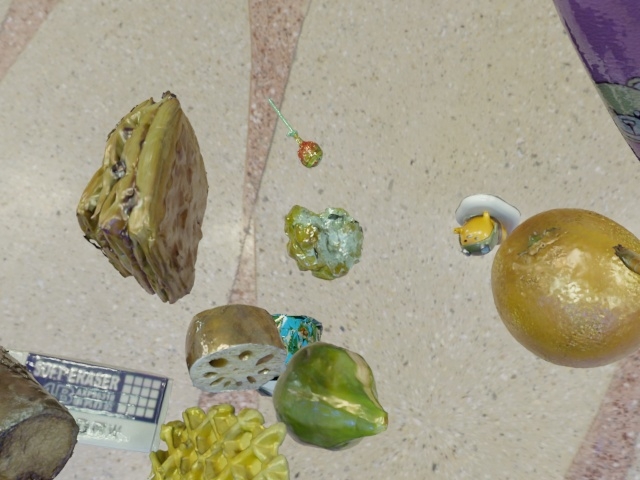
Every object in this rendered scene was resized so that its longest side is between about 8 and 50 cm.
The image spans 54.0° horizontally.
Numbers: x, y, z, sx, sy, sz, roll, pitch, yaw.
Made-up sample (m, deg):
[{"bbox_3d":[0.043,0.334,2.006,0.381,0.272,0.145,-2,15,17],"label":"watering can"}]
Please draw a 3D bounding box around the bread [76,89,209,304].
[{"bbox_3d":[-0.307,-0.074,1.104,0.167,0.277,0.324,0,57,3],"label":"bread"}]

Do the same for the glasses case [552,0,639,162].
[{"bbox_3d":[0.255,-0.123,0.432,0.123,0.316,0.075,4,55,54],"label":"glasses case"}]

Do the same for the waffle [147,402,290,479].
[{"bbox_3d":[-0.137,0.339,0.790,0.250,0.056,0.261,-3,65,36],"label":"waffle"}]

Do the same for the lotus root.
[{"bbox_3d":[-0.105,0.131,0.780,0.122,0.112,0.081,2,56,-18],"label":"lotus root"}]

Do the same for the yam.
[{"bbox_3d":[-0.392,0.181,0.709,0.280,0.131,0.131,22,78,37],"label":"yam"}]

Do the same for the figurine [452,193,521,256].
[{"bbox_3d":[0.442,-0.006,1.653,0.167,0.250,0.141,-11,60,36],"label":"figurine"}]

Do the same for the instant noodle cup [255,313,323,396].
[{"bbox_3d":[-0.100,0.342,1.835,0.240,0.240,0.178,-8,55,7],"label":"instant noodle cup"}]

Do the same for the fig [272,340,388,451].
[{"bbox_3d":[0.032,0.301,1.143,0.206,0.275,0.205,-3,97,-25],"label":"fig"}]

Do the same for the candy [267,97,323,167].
[{"bbox_3d":[-0.065,-0.261,1.504,0.060,0.060,0.201,-38,89,-2],"label":"candy"}]

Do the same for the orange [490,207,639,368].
[{"bbox_3d":[0.424,0.079,1.057,0.275,0.274,0.274,-3,74,9],"label":"orange"}]

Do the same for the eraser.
[{"bbox_3d":[-0.382,0.247,0.976,0.279,0.081,0.124,16,77,-22],"label":"eraser"}]

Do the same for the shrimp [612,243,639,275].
[{"bbox_3d":[0.435,0.034,0.826,0.083,0.114,0.023,12,108,-11],"label":"shrimp"}]

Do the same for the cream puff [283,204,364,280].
[{"bbox_3d":[-0.001,-0.001,1.162,0.156,0.156,0.121,9,116,12],"label":"cream puff"}]

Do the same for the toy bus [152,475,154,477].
[{"bbox_3d":[-0.325,0.586,1.157,0.143,0.153,0.329,24,58,19],"label":"toy bus"}]
